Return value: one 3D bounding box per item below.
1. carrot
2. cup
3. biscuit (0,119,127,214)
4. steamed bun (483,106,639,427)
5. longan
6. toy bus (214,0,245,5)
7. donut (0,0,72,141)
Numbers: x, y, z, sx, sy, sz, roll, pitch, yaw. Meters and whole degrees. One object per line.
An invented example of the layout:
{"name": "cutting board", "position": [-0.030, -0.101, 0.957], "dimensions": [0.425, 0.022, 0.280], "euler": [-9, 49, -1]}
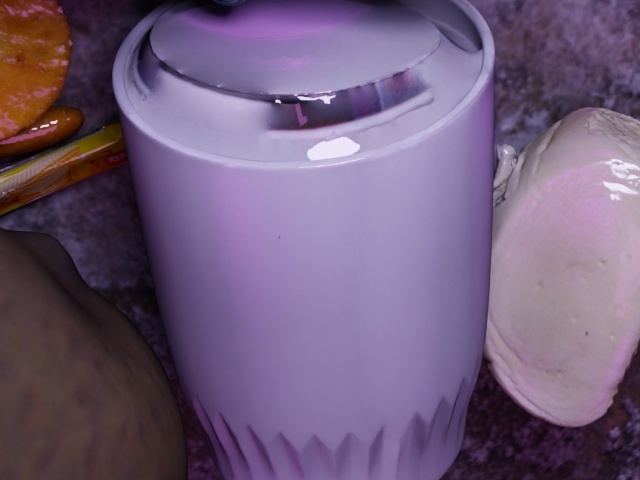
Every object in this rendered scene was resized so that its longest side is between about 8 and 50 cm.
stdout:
{"name": "carrot", "position": [-0.290, -0.060, 1.349], "dimensions": [0.248, 0.043, 0.043], "euler": [-13, 126, -8]}
{"name": "cup", "position": [0.000, 0.000, 1.342], "dimensions": [0.253, 0.253, 0.371], "euler": [-11, 129, -7]}
{"name": "biscuit", "position": [-0.250, -0.029, 1.391], "dimensions": [0.292, 0.026, 0.048], "euler": [-23, 148, 2]}
{"name": "steamed bun", "position": [0.184, 0.012, 1.453], "dimensions": [0.153, 0.170, 0.238], "euler": [20, 117, 0]}
{"name": "longan", "position": [-0.262, 0.143, 1.316], "dimensions": [0.361, 0.361, 0.361], "euler": [-7, 125, -10]}
{"name": "toy bus", "position": [-0.004, -0.239, 1.189], "dimensions": [0.246, 0.113, 0.134], "euler": [-4, 127, 33]}
{"name": "donut", "position": [-0.243, -0.138, 1.295], "dimensions": [0.152, 0.058, 0.152], "euler": [-6, 125, -9]}
